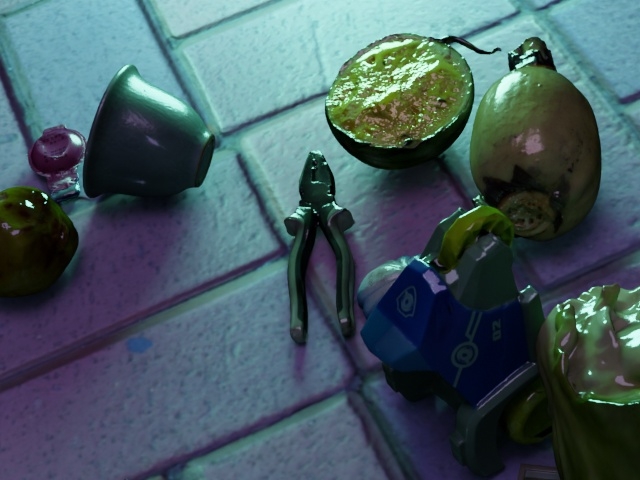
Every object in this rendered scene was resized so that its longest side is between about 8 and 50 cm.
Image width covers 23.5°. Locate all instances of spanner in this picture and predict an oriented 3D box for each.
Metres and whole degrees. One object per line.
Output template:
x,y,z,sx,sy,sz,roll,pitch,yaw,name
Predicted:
0.000,0.000,2.068,0.095,0.040,0.325,-9,49,7,spanner

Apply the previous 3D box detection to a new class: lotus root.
0.284,-0.141,2.025,0.182,0.183,0.310,-3,48,12,lotus root

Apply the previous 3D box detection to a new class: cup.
-0.231,-0.134,2.174,0.150,0.199,0.199,18,54,5,cup

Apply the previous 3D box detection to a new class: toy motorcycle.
0.149,0.110,1.738,0.200,0.326,0.191,-33,49,-13,toy motorcycle

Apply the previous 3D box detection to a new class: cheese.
-0.385,-0.116,2.274,0.095,0.038,0.145,-17,53,1,cheese

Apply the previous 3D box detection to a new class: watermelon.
0.119,-0.182,2.139,0.204,0.127,0.232,17,57,28,watermelon

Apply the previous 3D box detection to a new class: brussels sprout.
0.378,0.195,1.583,0.275,0.315,0.371,-22,29,-15,brussels sprout

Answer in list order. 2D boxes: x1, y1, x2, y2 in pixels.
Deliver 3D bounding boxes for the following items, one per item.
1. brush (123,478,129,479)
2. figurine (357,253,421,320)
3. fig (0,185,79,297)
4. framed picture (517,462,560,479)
-0.177,0.354,1.817,0.218,0.010,0.082,23,58,30,brush
0.089,0.070,1.970,0.114,0.079,0.114,-32,44,37,figurine
-0.420,0.009,2.104,0.165,0.144,0.154,-36,12,9,fig
0.290,0.307,1.738,0.149,0.011,0.109,4,50,17,framed picture
